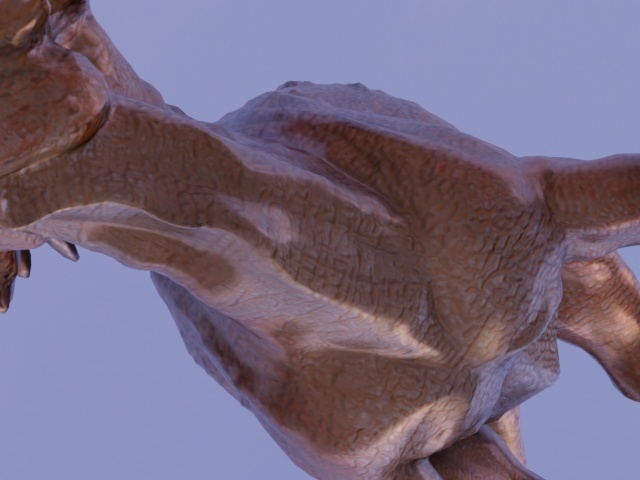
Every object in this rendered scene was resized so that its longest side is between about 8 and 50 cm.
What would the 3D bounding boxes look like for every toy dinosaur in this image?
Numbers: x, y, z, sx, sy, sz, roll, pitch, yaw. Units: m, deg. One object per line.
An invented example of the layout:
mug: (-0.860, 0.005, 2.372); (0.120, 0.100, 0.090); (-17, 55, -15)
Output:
toy dinosaur: (0.000, 0.000, 0.449); (0.200, 0.296, 0.127); (24, -101, 16)
